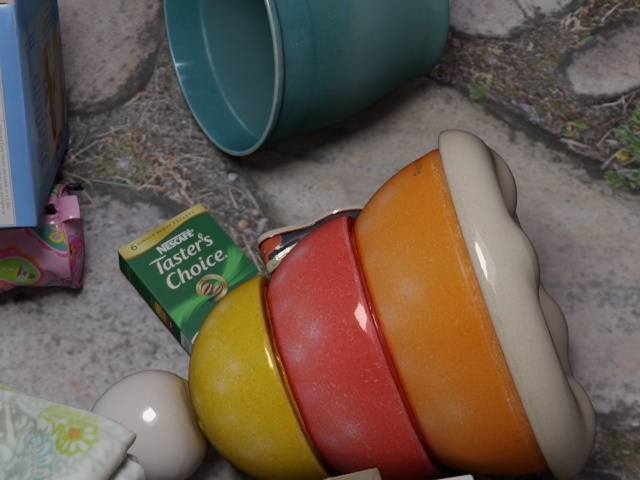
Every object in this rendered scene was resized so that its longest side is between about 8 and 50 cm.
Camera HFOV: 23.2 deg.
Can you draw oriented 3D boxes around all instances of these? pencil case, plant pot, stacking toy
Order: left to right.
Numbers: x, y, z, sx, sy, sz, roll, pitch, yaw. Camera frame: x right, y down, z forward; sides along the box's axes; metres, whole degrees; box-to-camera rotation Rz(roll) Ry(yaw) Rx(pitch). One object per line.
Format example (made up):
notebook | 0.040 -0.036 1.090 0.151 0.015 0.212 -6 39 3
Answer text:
pencil case | -0.389 0.008 1.649 0.284 0.124 0.124 -7 56 -4
plant pot | -0.005 -0.252 1.756 0.255 0.271 0.271 -15 55 -27
stacking toy | -0.004 0.123 1.512 0.480 0.350 0.350 -19 55 9

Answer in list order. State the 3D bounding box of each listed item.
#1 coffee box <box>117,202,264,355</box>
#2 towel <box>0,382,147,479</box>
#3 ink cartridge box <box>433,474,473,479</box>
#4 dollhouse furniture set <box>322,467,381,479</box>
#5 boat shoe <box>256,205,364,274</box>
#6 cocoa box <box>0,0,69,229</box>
coffee box | -0.123 0.053 1.664 0.113 0.040 0.184 -30 61 -19
towel | -0.366 0.279 1.393 0.320 0.090 0.374 8 48 46
ink cartridge box | 0.091 0.284 1.436 0.109 0.150 0.063 -8 51 -6
dollhouse furniture set | -0.060 0.393 1.255 0.303 0.174 0.355 -6 75 -42
boat shoe | 0.000 0.000 1.698 0.137 0.049 0.043 -16 60 -8
cocoa box | -0.392 -0.160 1.609 0.228 0.231 0.347 -3 18 -2
